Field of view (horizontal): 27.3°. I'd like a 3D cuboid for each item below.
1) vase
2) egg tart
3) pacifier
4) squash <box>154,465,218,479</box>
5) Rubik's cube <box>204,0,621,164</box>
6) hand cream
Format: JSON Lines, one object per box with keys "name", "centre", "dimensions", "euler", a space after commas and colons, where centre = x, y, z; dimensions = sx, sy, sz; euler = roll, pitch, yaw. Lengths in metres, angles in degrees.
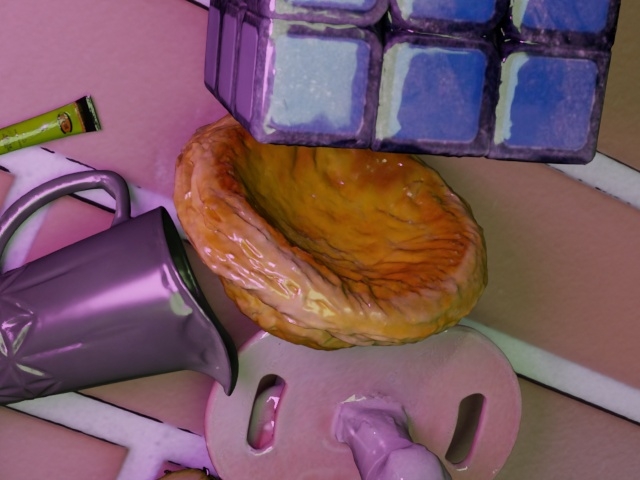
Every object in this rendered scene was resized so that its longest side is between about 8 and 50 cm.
{"name": "vase", "centre": [-0.250, 0.067, 1.242], "dimensions": [0.301, 0.156, 0.251], "euler": [-17, 77, 1]}
{"name": "egg tart", "centre": [0.000, 0.000, 1.228], "dimensions": [0.319, 0.319, 0.128], "euler": [17, 128, -17]}
{"name": "pacifier", "centre": [0.051, 0.192, 1.313], "dimensions": [0.332, 0.273, 0.220], "euler": [7, 75, -16]}
{"name": "squash", "centre": [-0.111, 0.374, 1.332], "dimensions": [0.189, 0.189, 0.260], "euler": [-33, 108, -3]}
{"name": "Rubik's cube", "centre": [0.070, -0.246, 1.145], "dimensions": [0.301, 0.304, 0.305], "euler": [3, 103, -14]}
{"name": "hand cream", "centre": [-0.271, -0.104, 1.249], "dimensions": [0.122, 0.023, 0.036], "euler": [-19, 109, -12]}
